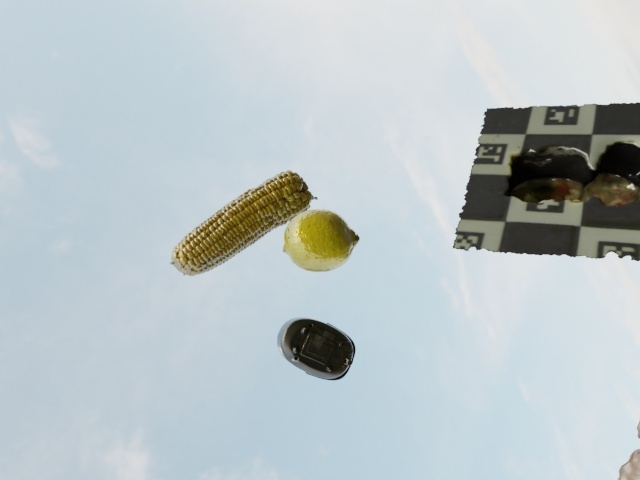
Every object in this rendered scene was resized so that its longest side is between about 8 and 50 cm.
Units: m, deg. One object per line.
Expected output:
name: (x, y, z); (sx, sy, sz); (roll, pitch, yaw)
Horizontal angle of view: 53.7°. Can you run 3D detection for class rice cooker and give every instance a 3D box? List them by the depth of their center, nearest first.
rice cooker: (-0.008, 0.218, 1.287); (0.165, 0.106, 0.112); (23, -99, -2)

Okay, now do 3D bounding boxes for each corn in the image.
corn: (-0.153, -0.033, 1.231); (0.313, 0.102, 0.102); (-34, -89, -19)

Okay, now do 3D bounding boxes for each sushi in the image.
sushi: (0.382, -0.049, 0.807); (0.100, 0.373, 0.296); (69, -148, -43)

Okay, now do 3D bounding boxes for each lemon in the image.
lemon: (0.000, 0.000, 1.071); (0.109, 0.133, 0.109); (-8, -90, -89)

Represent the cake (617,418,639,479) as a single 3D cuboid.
cake: (0.554, 0.277, 0.731); (0.290, 0.256, 0.281); (9, -81, -25)
